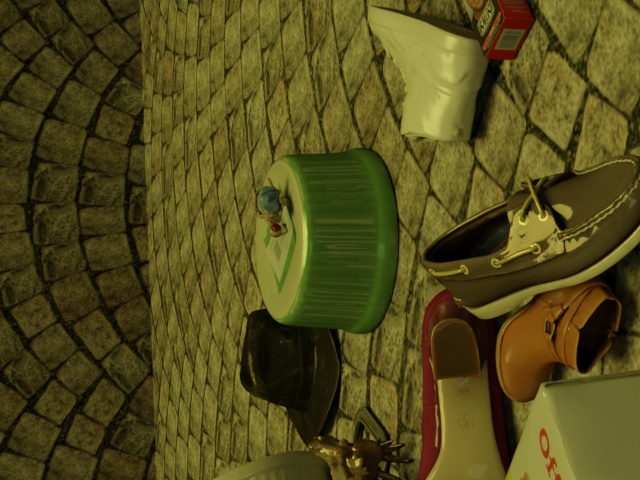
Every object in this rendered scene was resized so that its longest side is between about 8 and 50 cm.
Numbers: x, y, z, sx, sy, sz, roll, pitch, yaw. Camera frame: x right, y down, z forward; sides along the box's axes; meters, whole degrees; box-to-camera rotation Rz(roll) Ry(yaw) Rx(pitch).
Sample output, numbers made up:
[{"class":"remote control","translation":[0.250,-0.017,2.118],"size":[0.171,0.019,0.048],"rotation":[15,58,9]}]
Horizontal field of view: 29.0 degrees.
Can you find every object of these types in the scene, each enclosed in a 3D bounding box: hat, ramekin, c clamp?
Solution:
[{"class":"hat","translation":[-0.078,0.212,2.236],"size":[0.331,0.134,0.331],"rotation":[-178,90,-70]},{"class":"ramekin","translation":[-0.092,0.477,2.090],"size":[0.127,0.272,0.273],"rotation":[66,150,29]},{"class":"c clamp","translation":[0.076,0.345,1.956],"size":[0.161,0.022,0.137],"rotation":[-123,38,-57]},{"class":"ramekin","translation":[0.000,0.000,1.993],"size":[0.303,0.148,0.303],"rotation":[-179,90,-71]}]

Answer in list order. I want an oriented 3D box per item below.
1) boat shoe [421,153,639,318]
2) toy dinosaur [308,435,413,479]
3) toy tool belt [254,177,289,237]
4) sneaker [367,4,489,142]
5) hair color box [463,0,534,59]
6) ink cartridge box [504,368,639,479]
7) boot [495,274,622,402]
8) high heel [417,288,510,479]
[{"class":"boat shoe","translation":[0.231,-0.012,1.312],"size":[0.324,0.096,0.117],"rotation":[-34,27,52]},{"class":"toy dinosaur","translation":[0.088,0.392,1.762],"size":[0.127,0.200,0.296],"rotation":[-34,79,21]},{"class":"toy tool belt","translation":[-0.074,-0.051,1.903],"size":[0.051,0.052,0.083],"rotation":[101,159,-51]},{"class":"sneaker","translation":[0.129,-0.223,1.698],"size":[0.292,0.108,0.169],"rotation":[-134,51,-62]},{"class":"hair color box","translation":[0.216,-0.300,1.546],"size":[0.072,0.043,0.141],"rotation":[112,152,-48]},{"class":"ink cartridge box","translation":[0.267,0.329,1.104],"size":[0.385,0.160,0.279],"rotation":[97,164,-50]},{"class":"boot","translation":[0.258,0.115,1.352],"size":[0.152,0.073,0.197],"rotation":[-123,41,-66]},{"class":"high heel","translation":[0.187,0.249,1.581],"size":[0.181,0.127,0.377],"rotation":[-51,-37,-74]}]
